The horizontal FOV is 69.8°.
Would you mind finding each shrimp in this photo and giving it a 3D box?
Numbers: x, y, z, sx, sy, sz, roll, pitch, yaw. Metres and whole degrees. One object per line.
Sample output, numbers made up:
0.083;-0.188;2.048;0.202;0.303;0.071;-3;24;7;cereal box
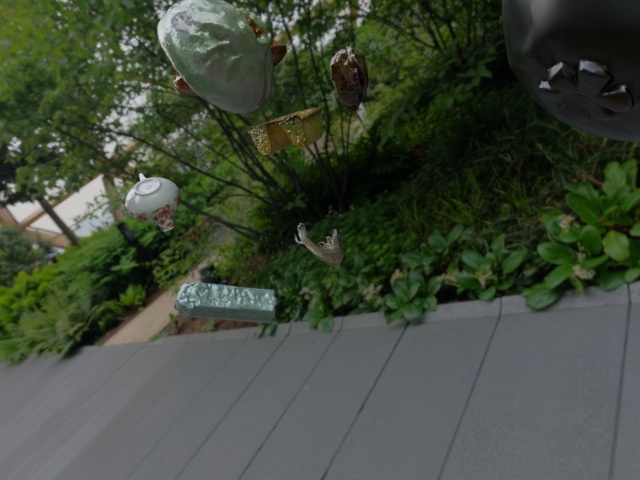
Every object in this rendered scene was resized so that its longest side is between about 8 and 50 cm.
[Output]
0.000;0.000;1.283;0.046;0.152;0.219;-57;3;23;shrimp

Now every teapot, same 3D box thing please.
-0.507;-0.133;1.383;0.159;0.116;0.245;-29;47;-5;teapot

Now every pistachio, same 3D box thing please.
0.096;-0.534;1.528;0.131;0.210;0.165;-20;35;-17;pistachio

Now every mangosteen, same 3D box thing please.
0.473;-0.350;0.627;0.435;0.382;0.382;-52;19;-6;mangosteen

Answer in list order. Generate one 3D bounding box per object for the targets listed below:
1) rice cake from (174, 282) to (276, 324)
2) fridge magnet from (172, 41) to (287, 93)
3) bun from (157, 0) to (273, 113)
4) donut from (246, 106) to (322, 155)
-0.183;0.125;0.915;0.069;0.207;0.063;120;152;-56;rice cake
-0.277;-0.536;1.388;0.364;0.155;0.363;-17;19;6;fridge magnet
-0.210;-0.443;1.048;0.187;0.293;0.293;-39;13;26;bun
-0.072;-0.318;1.294;0.152;0.101;0.259;-33;21;-34;donut
